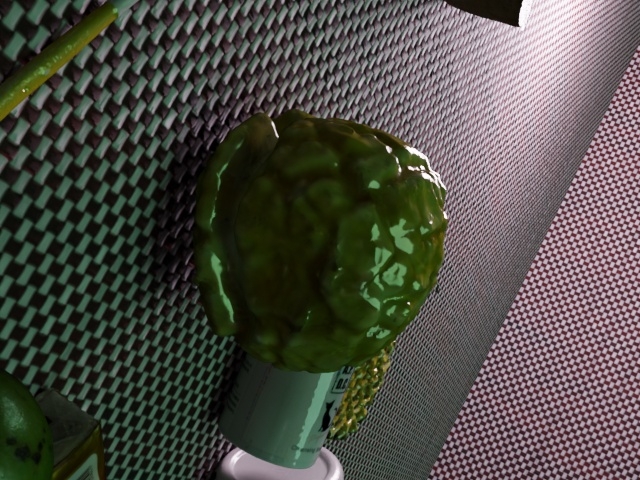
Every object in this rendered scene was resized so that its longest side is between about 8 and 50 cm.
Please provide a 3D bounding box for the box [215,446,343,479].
[{"bbox_3d":[-0.083,0.413,1.220,0.291,0.262,0.206,-3,104,-18],"label":"box"}]

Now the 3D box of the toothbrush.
[{"bbox_3d":[-0.176,-0.164,0.646,0.288,0.024,0.021,-51,151,-28],"label":"toothbrush"}]

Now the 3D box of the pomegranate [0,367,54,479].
[{"bbox_3d":[-0.288,0.153,0.586,0.220,0.156,0.156,21,94,-36],"label":"pomegranate"}]

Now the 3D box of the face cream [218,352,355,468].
[{"bbox_3d":[-0.004,0.107,1.134,0.145,0.145,0.370,9,105,-67],"label":"face cream"}]

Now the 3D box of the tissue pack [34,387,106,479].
[{"bbox_3d":[-0.275,0.278,0.775,0.183,0.092,0.226,-40,148,-46],"label":"tissue pack"}]

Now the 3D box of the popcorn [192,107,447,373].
[{"bbox_3d":[-0.004,0.007,0.889,0.247,0.282,0.282,-5,118,-79],"label":"popcorn"}]

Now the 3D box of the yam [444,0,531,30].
[{"bbox_3d":[0.250,-0.368,1.253,0.084,0.127,0.084,-55,159,-34],"label":"yam"}]

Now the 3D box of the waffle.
[{"bbox_3d":[0.059,0.272,1.561,0.223,0.054,0.204,6,107,-65],"label":"waffle"}]
